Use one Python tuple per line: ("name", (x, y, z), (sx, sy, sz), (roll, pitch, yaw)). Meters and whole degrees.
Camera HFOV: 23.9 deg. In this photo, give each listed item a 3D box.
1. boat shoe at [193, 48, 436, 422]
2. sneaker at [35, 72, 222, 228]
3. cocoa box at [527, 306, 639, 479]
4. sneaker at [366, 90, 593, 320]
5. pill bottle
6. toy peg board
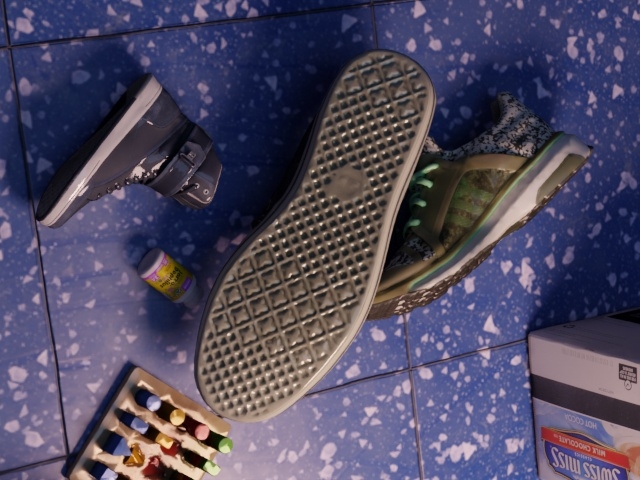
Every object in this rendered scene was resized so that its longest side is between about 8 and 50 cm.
("boat shoe", (0.000, 0.000, 1.894), (0.186, 0.156, 0.500), (24, 81, 4))
("sneaker", (-0.220, -0.066, 1.821), (0.163, 0.086, 0.226), (46, 72, -22))
("cocoa box", (0.482, 0.241, 2.094), (0.231, 0.347, 0.228), (-10, 101, -28))
("sneaker", (0.168, -0.050, 2.041), (0.410, 0.158, 0.182), (-39, 81, -18))
("pill bottle", (-0.184, 0.049, 1.877), (0.083, 0.043, 0.043), (40, 76, -26))
("toy peg board", (-0.198, 0.266, 1.872), (0.160, 0.079, 0.161), (36, 77, -27))
